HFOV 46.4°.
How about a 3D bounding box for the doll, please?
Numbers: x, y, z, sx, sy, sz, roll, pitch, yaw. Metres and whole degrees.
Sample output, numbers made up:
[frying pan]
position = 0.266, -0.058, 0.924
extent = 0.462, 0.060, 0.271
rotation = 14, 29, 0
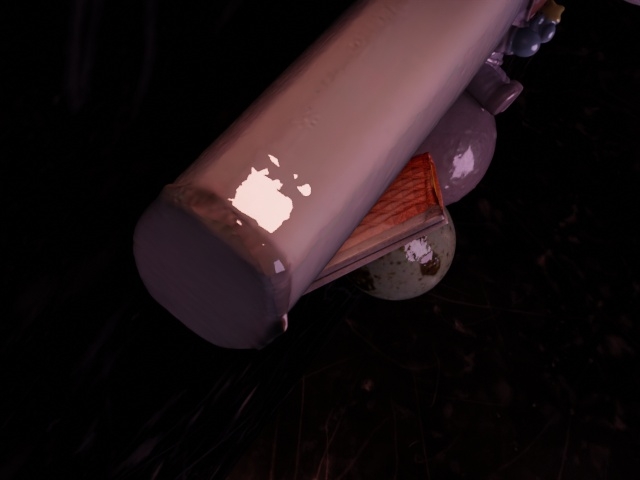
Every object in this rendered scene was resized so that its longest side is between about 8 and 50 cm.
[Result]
[doll]
position = 0.127, -0.170, 0.681
extent = 0.287, 0.151, 0.151
rotation = -66, 168, 23

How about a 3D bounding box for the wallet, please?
[wallet]
position = 0.000, 0.000, 0.560
extent = 0.197, 0.020, 0.103
rotation = -27, -152, 19

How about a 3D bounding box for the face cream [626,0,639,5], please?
[face cream]
position = 0.257, -0.334, 0.430
extent = 0.312, 0.220, 0.357
rotation = -62, 176, -53

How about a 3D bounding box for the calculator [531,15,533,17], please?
[calculator]
position = 0.256, -0.309, 1.140
extent = 0.329, 0.048, 0.220
rotation = -50, 172, -16

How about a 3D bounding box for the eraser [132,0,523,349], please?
[eraser]
position = 0.011, -0.070, 0.486
extent = 0.290, 0.104, 0.189
rotation = -51, 178, -27

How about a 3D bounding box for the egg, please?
[egg]
position = 0.101, -0.004, 1.031
extent = 0.169, 0.169, 0.231
rotation = -55, 163, -4
